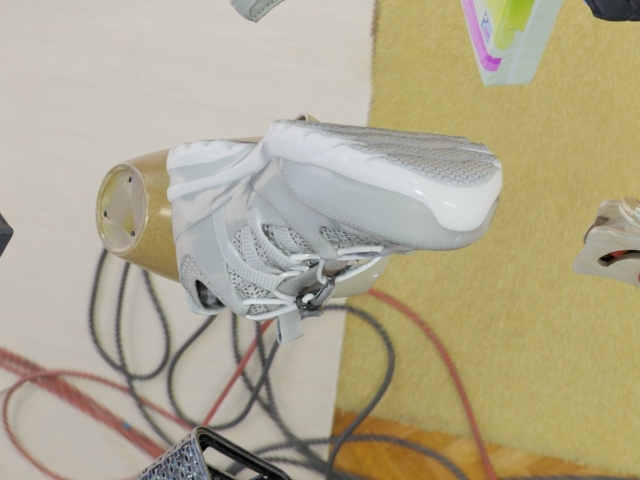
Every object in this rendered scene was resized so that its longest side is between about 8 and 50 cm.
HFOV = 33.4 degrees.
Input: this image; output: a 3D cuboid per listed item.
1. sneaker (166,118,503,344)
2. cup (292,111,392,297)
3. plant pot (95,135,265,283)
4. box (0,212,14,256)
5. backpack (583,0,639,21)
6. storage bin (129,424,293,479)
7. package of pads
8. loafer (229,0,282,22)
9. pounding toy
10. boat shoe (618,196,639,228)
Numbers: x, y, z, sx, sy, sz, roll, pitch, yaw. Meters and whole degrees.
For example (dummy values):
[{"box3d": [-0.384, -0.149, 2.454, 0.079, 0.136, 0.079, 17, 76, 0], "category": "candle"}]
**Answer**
[{"box3d": [0.000, 0.000, 0.571, 0.105, 0.281, 0.115, 2, 89, -26], "category": "sneaker"}, {"box3d": [0.001, -0.026, 1.876, 0.237, 0.331, 0.331, 26, 115, -13], "category": "cup"}, {"box3d": [-0.158, -0.031, 1.407, 0.237, 0.254, 0.237, -2, 87, 46], "category": "plant pot"}, {"box3d": [-0.342, -0.037, 0.736, 0.207, 0.153, 0.108, 49, 117, 18], "category": "box"}, {"box3d": [0.387, -0.393, 1.225, 0.277, 0.213, 0.263, 6, 116, 43], "category": "backpack"}, {"box3d": [-0.052, 0.222, 0.669, 0.084, 0.180, 0.122, -39, 133, 11], "category": "storage bin"}, {"box3d": [0.305, -0.424, 1.686, 0.101, 0.229, 0.296, -3, 151, -7], "category": "package of pads"}, {"box3d": [0.049, -0.297, 1.041, 0.319, 0.112, 0.111, -29, 109, 28], "category": "loafer"}, {"box3d": [0.531, 0.009, 1.606, 0.270, 0.154, 0.154, 11, 138, 24], "category": "pounding toy"}, {"box3d": [0.460, -0.033, 1.456, 0.050, 0.135, 0.045, -5, 119, -24], "category": "boat shoe"}]
